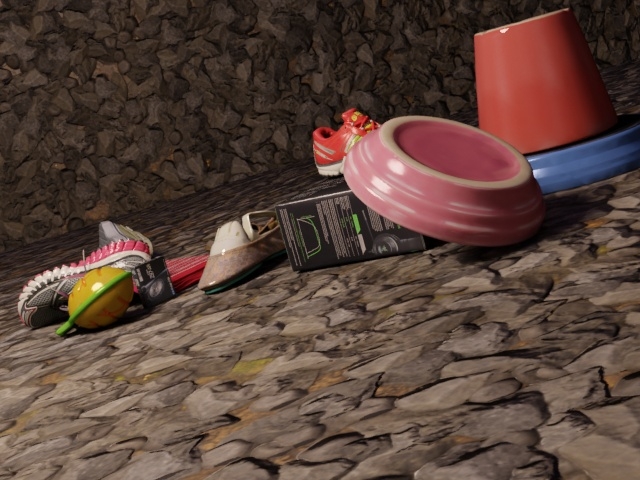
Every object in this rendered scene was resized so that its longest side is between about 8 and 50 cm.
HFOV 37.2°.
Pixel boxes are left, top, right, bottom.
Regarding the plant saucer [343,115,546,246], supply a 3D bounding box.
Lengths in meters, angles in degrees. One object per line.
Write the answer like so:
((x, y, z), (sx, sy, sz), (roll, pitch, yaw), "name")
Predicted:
((0.205, -0.110, 1.519), (0.332, 0.084, 0.332), (11, 29, -6), "plant saucer")

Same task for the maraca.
((-0.409, 0.115, 1.723), (0.185, 0.099, 0.127), (-40, -5, 29), "maraca")

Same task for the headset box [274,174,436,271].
((0.104, -0.057, 1.733), (0.283, 0.131, 0.246), (-11, 11, 27), "headset box")

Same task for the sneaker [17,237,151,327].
((-0.460, 0.101, 1.850), (0.299, 0.112, 0.121), (-26, -24, 17), "sneaker")

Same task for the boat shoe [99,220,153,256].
((-0.508, 0.016, 2.461), (0.094, 0.109, 0.302), (-4, 13, -23), "boat shoe")

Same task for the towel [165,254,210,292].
((-0.332, 0.078, 1.978), (0.274, 0.031, 0.199), (-7, 13, 43), "towel")

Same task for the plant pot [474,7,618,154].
((0.426, -0.316, 1.883), (0.274, 0.243, 0.275), (-16, 9, 3), "plant pot")

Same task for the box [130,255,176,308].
((-0.314, 0.078, 1.790), (0.067, 0.083, 0.018), (-23, 11, -37), "box")

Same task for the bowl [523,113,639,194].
((0.490, -0.175, 1.932), (0.391, 0.077, 0.391), (-15, 10, 3), "bowl")

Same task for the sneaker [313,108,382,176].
((0.084, -0.190, 1.773), (0.279, 0.118, 0.107), (-7, 12, 43), "sneaker")

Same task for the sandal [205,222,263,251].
((-0.153, -0.005, 1.961), (0.090, 0.060, 0.219), (11, 9, 37), "sandal")

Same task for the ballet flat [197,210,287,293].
((-0.142, 0.006, 1.846), (0.107, 0.106, 0.316), (-17, 7, 36), "ballet flat")
